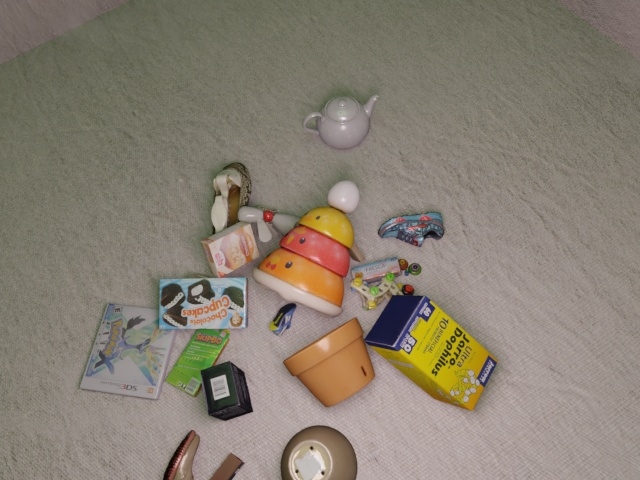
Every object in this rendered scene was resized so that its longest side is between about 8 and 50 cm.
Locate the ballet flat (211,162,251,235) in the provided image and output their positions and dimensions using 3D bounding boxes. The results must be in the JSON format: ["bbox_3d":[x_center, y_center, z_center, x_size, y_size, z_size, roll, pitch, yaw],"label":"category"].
[{"bbox_3d":[-0.374,-0.152,2.013,0.164,0.182,0.482,-9,63,14],"label":"ballet flat"}]

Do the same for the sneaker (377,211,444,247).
[{"bbox_3d":[0.357,-0.033,1.937,0.262,0.104,0.125,-10,66,1],"label":"sneaker"}]

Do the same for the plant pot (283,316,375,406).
[{"bbox_3d":[0.049,0.417,1.670,0.291,0.291,0.203,-31,82,-9],"label":"plant pot"}]

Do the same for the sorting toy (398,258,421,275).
[{"bbox_3d":[0.338,0.101,1.906,0.102,0.042,0.061,14,67,11],"label":"sorting toy"}]

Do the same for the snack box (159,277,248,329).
[{"bbox_3d":[-0.431,0.233,1.842,0.322,0.060,0.187,-2,83,3],"label":"snack box"}]

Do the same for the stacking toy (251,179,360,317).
[{"bbox_3d":[0.000,0.000,1.767,0.351,0.350,0.479,23,83,15],"label":"stacking toy"}]

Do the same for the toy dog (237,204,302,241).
[{"bbox_3d":[-0.156,-0.030,1.955,0.334,0.220,0.160,14,98,20],"label":"toy dog"}]

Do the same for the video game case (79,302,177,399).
[{"bbox_3d":[-0.706,0.409,1.861,0.300,0.036,0.328,5,65,8],"label":"video game case"}]

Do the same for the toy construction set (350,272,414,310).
[{"bbox_3d":[0.261,0.257,1.779,0.215,0.151,0.327,-16,70,-30],"label":"toy construction set"}]

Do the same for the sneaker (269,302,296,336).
[{"bbox_3d":[-0.135,0.295,1.857,0.053,0.059,0.144,3,43,41],"label":"sneaker"}]

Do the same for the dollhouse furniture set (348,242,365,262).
[{"bbox_3d":[0.116,-0.019,1.930,0.123,0.144,0.151,-49,33,-17],"label":"dollhouse furniture set"}]

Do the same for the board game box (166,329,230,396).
[{"bbox_3d":[-0.442,0.428,1.828,0.124,0.039,0.259,24,71,15],"label":"board game box"}]

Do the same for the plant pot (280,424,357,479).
[{"bbox_3d":[-0.016,0.693,1.529,0.257,0.274,0.256,-2,65,4],"label":"plant pot"}]

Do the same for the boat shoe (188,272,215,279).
[{"bbox_3d":[-0.403,0.195,1.926,0.233,0.084,0.079,16,105,5],"label":"boat shoe"}]

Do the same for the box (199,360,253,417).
[{"bbox_3d":[-0.314,0.512,1.680,0.108,0.207,0.153,-18,63,-3],"label":"box"}]

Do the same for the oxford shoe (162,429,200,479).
[{"bbox_3d":[-0.454,0.807,1.624,0.130,0.123,0.348,24,65,-13],"label":"oxford shoe"}]

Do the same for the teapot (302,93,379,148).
[{"bbox_3d":[0.091,-0.534,2.155,0.253,0.187,0.256,25,70,16],"label":"teapot"}]

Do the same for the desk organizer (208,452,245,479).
[{"bbox_3d":[-0.316,0.773,1.644,0.050,0.047,0.130,34,72,22],"label":"desk organizer"}]

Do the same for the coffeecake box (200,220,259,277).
[{"bbox_3d":[-0.337,0.032,1.862,0.186,0.142,0.068,-30,29,-32],"label":"coffeecake box"}]

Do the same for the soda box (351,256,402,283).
[{"bbox_3d":[0.212,0.119,1.883,0.183,0.058,0.062,-15,64,10],"label":"soda box"}]

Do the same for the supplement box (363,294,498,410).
[{"bbox_3d":[0.357,0.357,1.610,0.356,0.195,0.194,41,71,-15],"label":"supplement box"}]
